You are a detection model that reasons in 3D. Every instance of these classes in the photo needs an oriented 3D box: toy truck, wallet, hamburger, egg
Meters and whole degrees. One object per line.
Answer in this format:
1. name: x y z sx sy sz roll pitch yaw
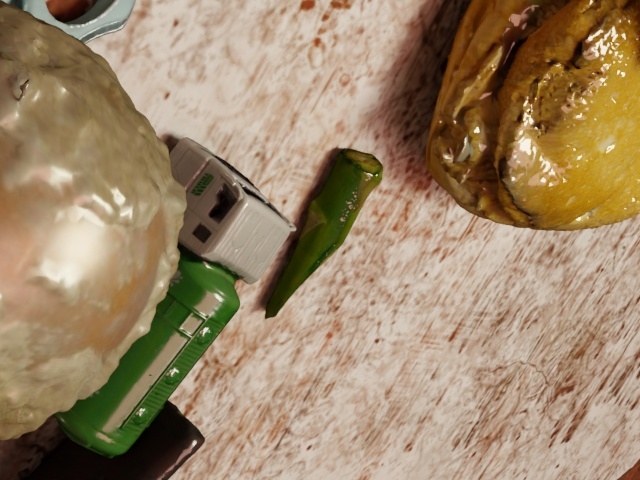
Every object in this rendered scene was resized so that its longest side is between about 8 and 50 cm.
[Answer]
1. toy truck: -0.130 0.047 1.114 0.242 0.125 0.101 -53 144 1
2. wallet: -0.199 0.213 1.158 0.229 0.182 0.049 -46 112 -8
3. hamburger: 0.231 -0.139 1.309 0.314 0.170 0.290 -2 120 -46
4. egg: -0.230 -0.019 0.828 0.310 0.279 0.279 17 113 -16

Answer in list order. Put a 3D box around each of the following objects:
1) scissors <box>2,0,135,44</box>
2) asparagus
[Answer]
1. scissors: -0.140 -0.273 0.893 0.191 0.029 0.360 9 116 -50
2. asparagus: 0.000 0.000 1.289 0.045 0.041 0.178 10 115 -42
